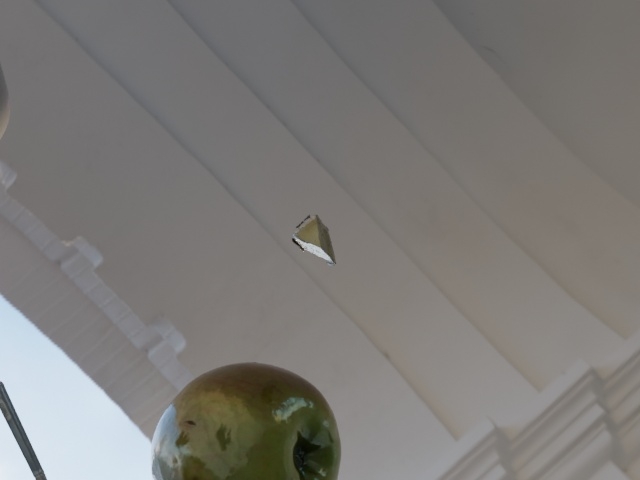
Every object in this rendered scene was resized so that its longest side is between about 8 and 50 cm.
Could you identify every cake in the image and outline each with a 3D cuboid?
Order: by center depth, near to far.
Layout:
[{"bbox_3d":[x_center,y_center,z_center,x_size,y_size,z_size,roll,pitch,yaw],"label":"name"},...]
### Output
[{"bbox_3d":[0.000,0.000,1.303,0.065,0.121,0.052,-44,-62,-7],"label":"cake"}]

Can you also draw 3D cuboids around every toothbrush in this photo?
[{"bbox_3d":[-0.540,0.417,1.388,0.025,0.030,0.342,-30,-102,2],"label":"toothbrush"}]

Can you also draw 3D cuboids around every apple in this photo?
[{"bbox_3d":[-0.119,0.374,1.310,0.338,0.305,0.339,12,-108,-39],"label":"apple"}]

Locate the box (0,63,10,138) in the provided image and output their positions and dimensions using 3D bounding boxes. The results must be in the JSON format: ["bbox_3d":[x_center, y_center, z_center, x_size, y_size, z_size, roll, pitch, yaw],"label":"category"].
[{"bbox_3d":[-0.447,-0.189,0.787,0.141,0.349,0.289,-8,-63,-4],"label":"box"}]
